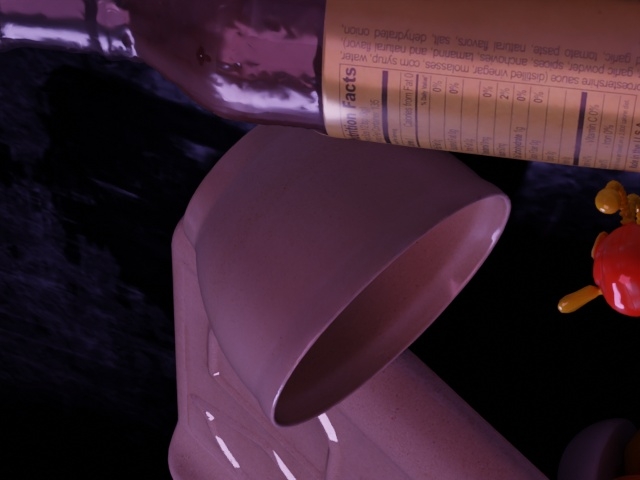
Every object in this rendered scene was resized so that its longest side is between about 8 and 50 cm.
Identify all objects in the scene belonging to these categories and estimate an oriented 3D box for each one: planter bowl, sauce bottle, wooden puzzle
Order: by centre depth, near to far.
[{"bbox_3d":[0.024,-0.093,0.699,0.344,0.111,0.111,9,151,8],"label":"sauce bottle"},{"bbox_3d":[0.000,0.000,0.914,0.109,0.162,0.162,45,157,16],"label":"planter bowl"},{"bbox_3d":[0.037,0.151,1.129,0.322,0.080,0.348,42,153,17],"label":"wooden puzzle"}]

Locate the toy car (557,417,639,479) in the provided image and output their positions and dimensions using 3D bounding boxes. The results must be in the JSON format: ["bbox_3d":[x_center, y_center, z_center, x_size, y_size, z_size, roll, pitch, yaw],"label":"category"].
[{"bbox_3d":[0.213,0.197,1.066,0.159,0.136,0.182,3,123,32],"label":"toy car"}]

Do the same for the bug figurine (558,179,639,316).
[{"bbox_3d":[0.227,0.021,0.770,0.216,0.072,0.279,-7,167,19],"label":"bug figurine"}]
